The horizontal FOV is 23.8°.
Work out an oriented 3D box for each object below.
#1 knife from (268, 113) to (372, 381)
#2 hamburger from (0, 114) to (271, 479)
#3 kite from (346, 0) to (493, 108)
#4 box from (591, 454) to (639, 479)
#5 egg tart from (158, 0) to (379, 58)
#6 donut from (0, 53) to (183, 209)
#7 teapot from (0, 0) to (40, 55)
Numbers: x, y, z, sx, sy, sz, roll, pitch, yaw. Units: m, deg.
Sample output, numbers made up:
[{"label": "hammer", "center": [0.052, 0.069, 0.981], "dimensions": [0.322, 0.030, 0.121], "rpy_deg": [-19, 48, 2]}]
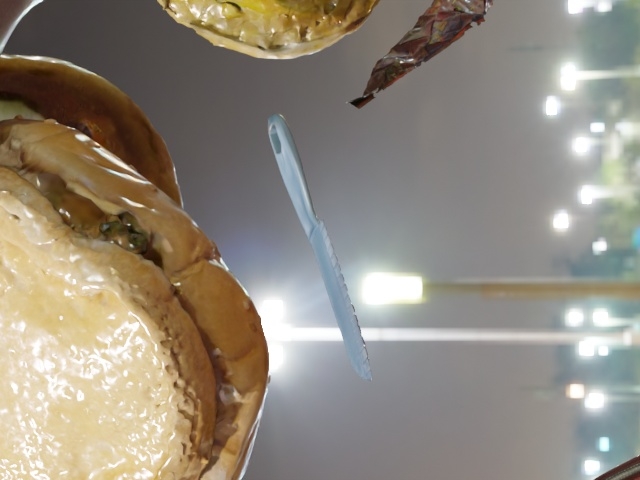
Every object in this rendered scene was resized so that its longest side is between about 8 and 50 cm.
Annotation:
[{"label": "knife", "center": [0.000, 0.000, 1.422], "dimensions": [0.044, 0.019, 0.313], "rpy_deg": [116, 142, -51]}, {"label": "hamburger", "center": [-0.140, 0.071, 0.859], "dimensions": [0.146, 0.243, 0.286], "rpy_deg": [-33, -75, -50]}, {"label": "kite", "center": [0.100, -0.182, 1.082], "dimensions": [0.232, 0.009, 0.189], "rpy_deg": [-50, -16, 11]}, {"label": "box", "center": [0.399, 0.354, 1.467], "dimensions": [0.404, 0.263, 0.108], "rpy_deg": [53, -163, -24]}, {"label": "egg tart", "center": [-0.053, -0.335, 1.602], "dimensions": [0.116, 0.294, 0.295], "rpy_deg": [119, 153, -78]}, {"label": "donut", "center": [-0.265, 0.016, 1.130], "dimensions": [0.160, 0.330, 0.330], "rpy_deg": [2, 94, 64]}, {"label": "teapot", "center": [-0.180, -0.177, 0.878], "dimensions": [0.251, 0.183, 0.183], "rpy_deg": [-61, -27, -32]}]
